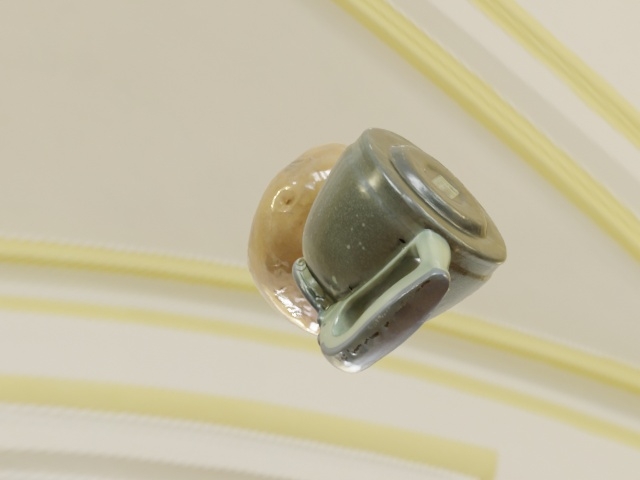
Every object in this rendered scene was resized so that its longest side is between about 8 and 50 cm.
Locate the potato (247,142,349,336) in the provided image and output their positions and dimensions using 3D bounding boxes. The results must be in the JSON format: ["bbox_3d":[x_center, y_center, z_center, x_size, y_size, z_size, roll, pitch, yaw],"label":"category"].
[{"bbox_3d":[0.001,-0.002,1.204,0.112,0.112,0.147,-3,-56,-19],"label":"potato"}]

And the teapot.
[{"bbox_3d":[0.044,0.017,0.944,0.111,0.149,0.108,23,-63,-42],"label":"teapot"}]
